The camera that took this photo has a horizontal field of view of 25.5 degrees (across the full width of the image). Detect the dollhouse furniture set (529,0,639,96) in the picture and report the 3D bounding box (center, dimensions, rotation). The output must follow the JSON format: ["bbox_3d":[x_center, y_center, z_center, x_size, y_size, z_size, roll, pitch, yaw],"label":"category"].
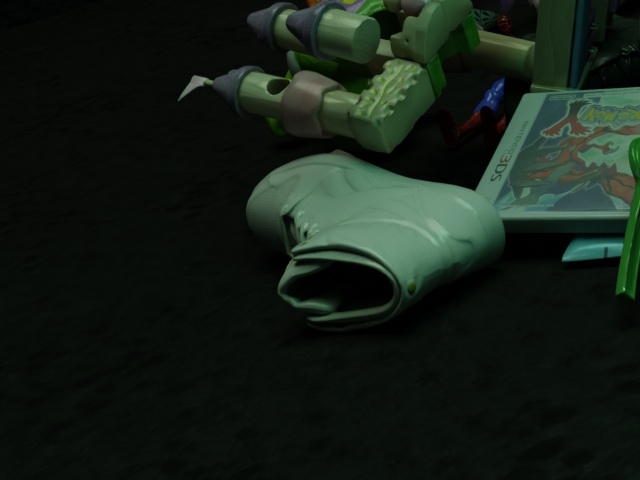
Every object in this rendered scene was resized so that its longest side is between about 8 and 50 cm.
[{"bbox_3d":[0.384,-0.252,1.396,0.303,0.198,0.286,10,29,15],"label":"dollhouse furniture set"}]

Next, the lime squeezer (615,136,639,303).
[{"bbox_3d":[0.305,-0.077,1.152,0.310,0.059,0.110,-52,39,-11],"label":"lime squeezer"}]

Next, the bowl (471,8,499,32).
[{"bbox_3d":[0.196,-0.323,2.031,0.170,0.080,0.170,-14,19,5],"label":"bowl"}]

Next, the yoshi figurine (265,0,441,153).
[{"bbox_3d":[0.040,-0.190,1.740,0.203,0.204,0.362,27,9,1],"label":"yoshi figurine"}]

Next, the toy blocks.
[{"bbox_3d":[0.027,-0.223,1.413,0.260,0.309,0.288,20,60,36],"label":"toy blocks"}]

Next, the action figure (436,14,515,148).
[{"bbox_3d":[0.238,-0.219,1.656,0.091,0.139,0.280,3,25,39],"label":"action figure"}]

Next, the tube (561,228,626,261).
[{"bbox_3d":[0.279,-0.039,1.271,0.080,0.052,0.207,-12,24,31],"label":"tube"}]

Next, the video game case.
[{"bbox_3d":[0.248,-0.075,1.271,0.201,0.023,0.183,0,44,33],"label":"video game case"}]

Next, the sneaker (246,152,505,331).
[{"bbox_3d":[0.000,0.000,1.277,0.292,0.108,0.169,7,27,44],"label":"sneaker"}]

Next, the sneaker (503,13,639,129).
[{"bbox_3d":[0.305,-0.189,1.570,0.130,0.109,0.286,12,35,39],"label":"sneaker"}]

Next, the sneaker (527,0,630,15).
[{"bbox_3d":[0.443,-0.370,1.978,0.319,0.112,0.131,-12,37,17],"label":"sneaker"}]
